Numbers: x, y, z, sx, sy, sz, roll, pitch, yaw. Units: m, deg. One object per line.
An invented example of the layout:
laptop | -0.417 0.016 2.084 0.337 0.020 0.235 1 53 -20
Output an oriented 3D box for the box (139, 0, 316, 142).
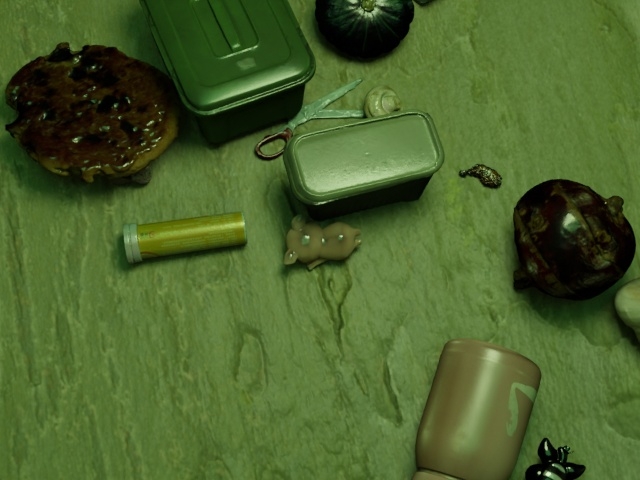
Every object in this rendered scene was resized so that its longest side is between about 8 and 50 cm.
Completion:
box | -0.172 -0.353 1.685 0.252 0.178 0.329 -19 66 -10

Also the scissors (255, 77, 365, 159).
scissors | -0.022 -0.248 1.751 0.247 0.017 0.144 -16 74 -9

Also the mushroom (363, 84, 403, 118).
mushroom | 0.123 -0.256 1.727 0.083 0.067 0.084 16 66 -41

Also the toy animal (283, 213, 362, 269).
toy animal | 0.001 -0.001 1.636 0.150 0.089 0.083 -5 69 -14

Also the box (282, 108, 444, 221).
box | 0.073 -0.121 1.627 0.274 0.178 0.138 -13 73 -6

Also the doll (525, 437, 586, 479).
doll | 0.361 0.440 1.518 0.091 0.067 0.219 33 79 10

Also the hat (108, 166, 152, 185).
hat | -0.360 -0.123 1.686 0.087 0.042 0.058 1 63 -38

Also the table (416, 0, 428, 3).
table | 0.265 -0.585 1.815 0.220 0.126 0.126 -36 77 -12

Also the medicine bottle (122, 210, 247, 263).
medicine bottle | -0.243 -0.009 1.634 0.218 0.074 0.074 -8 73 -6

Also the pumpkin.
pumpkin | 0.086 -0.447 1.750 0.194 0.150 0.194 -1 78 6

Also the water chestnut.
water chestnut | 0.427 0.007 1.598 0.238 0.223 0.224 -34 71 33

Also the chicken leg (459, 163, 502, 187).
chicken leg | 0.307 -0.126 1.722 0.083 0.021 0.036 22 82 5

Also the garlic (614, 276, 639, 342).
garlic | 0.655 0.130 1.565 0.281 0.203 0.185 13 91 -2

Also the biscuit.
biscuit | -0.422 -0.232 1.671 0.334 0.081 0.289 33 65 19

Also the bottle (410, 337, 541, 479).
bottle | 0.262 0.330 1.491 0.206 0.173 0.297 20 72 2
